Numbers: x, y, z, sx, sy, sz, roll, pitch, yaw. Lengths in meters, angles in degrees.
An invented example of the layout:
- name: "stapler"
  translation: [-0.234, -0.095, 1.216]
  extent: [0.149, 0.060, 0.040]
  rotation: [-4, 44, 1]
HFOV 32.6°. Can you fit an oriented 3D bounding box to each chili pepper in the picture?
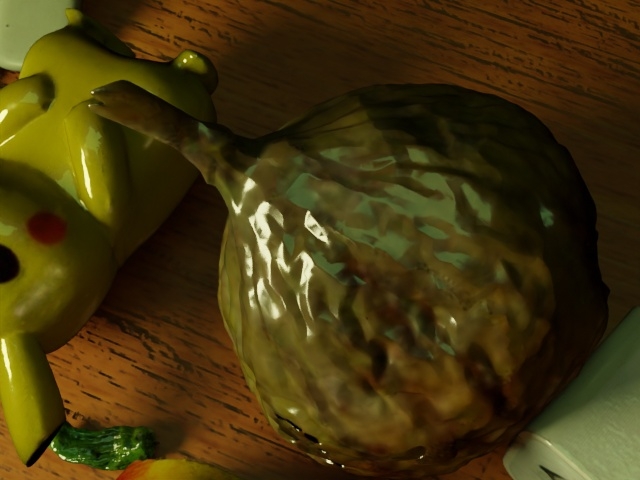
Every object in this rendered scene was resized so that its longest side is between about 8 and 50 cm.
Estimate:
- name: "chili pepper"
  translation: [-0.169, 0.157, 0.846]
  extent: [0.091, 0.034, 0.030]
  rotation: [5, 32, 3]

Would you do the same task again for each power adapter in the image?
- name: "power adapter"
  translation: [0.200, 0.168, 0.783]
  extent: [0.125, 0.130, 0.205]
  rotation: [41, 73, 16]

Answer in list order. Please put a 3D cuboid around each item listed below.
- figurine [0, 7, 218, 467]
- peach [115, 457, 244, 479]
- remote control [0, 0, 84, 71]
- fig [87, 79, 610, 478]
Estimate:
- name: "figurine"
  translation: [-0.218, -0.025, 0.855]
  extent: [0.218, 0.169, 0.326]
  rotation: [23, 64, 27]
- name: "peach"
  translation: [-0.103, 0.217, 0.764]
  extent: [0.118, 0.151, 0.151]
  rotation: [-17, 66, -22]
- name: "remote control"
  translation: [-0.239, -0.296, 0.941]
  extent: [0.090, 0.038, 0.309]
  rotation: [2, 109, -16]
- name: "fig"
  translation: [0.000, 0.000, 0.734]
  extent: [0.369, 0.286, 0.286]
  rotation: [23, 60, -34]
